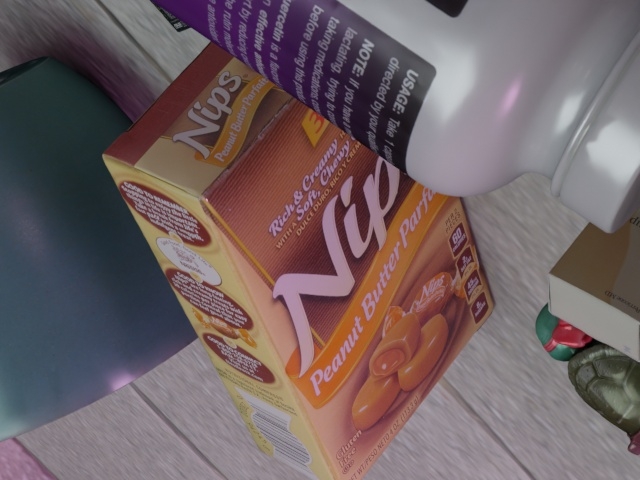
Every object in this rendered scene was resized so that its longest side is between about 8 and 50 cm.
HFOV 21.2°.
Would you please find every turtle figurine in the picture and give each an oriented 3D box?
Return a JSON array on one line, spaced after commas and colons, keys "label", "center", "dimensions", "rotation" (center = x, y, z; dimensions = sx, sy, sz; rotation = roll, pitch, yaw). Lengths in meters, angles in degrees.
[{"label": "turtle figurine", "center": [0.210, 0.073, 0.996], "dimensions": [0.234, 0.118, 0.175], "rotation": [33, 157, 3]}]

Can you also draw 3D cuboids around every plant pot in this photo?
[{"label": "plant pot", "center": [-0.244, -0.005, 1.358], "dimensions": [0.293, 0.293, 0.235], "rotation": [-3, 114, 59]}]

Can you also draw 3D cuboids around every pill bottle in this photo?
[{"label": "pill bottle", "center": [0.033, -0.143, 0.781], "dimensions": [0.323, 0.181, 0.181], "rotation": [35, 157, 13]}]

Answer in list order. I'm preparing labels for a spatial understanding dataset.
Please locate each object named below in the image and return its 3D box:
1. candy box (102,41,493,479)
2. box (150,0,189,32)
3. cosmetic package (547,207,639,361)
[{"label": "candy box", "center": [0.000, 0.000, 1.088], "dimensions": [0.087, 0.183, 0.316], "rotation": [24, 152, 33]}, {"label": "box", "center": [-0.093, -0.174, 1.131], "dimensions": [0.067, 0.018, 0.083], "rotation": [48, 156, -17]}, {"label": "cosmetic package", "center": [0.175, 0.001, 0.904], "dimensions": [0.060, 0.115, 0.041], "rotation": [28, 154, 26]}]
